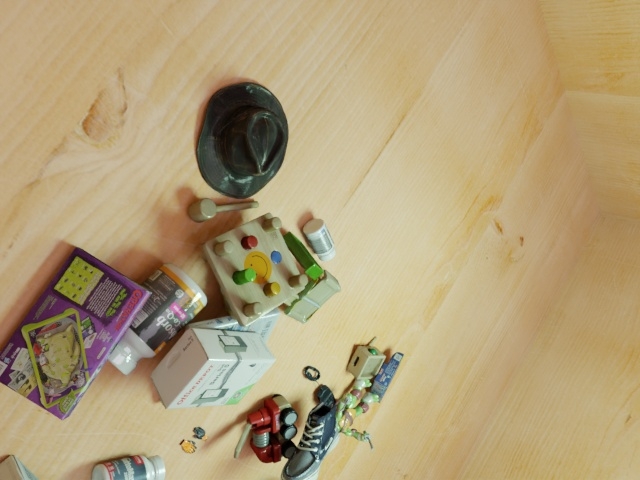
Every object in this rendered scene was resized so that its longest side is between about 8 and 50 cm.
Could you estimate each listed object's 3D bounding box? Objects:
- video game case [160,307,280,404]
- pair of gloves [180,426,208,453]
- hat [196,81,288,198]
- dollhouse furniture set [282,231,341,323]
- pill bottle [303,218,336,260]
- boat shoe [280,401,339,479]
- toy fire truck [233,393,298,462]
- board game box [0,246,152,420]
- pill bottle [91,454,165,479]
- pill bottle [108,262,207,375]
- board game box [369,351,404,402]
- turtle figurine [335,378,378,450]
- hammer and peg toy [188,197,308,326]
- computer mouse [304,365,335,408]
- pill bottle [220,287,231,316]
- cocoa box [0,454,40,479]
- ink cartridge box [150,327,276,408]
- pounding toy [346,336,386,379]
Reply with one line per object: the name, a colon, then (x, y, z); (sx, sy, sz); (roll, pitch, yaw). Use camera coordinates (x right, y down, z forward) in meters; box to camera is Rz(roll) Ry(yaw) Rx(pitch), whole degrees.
video game case: (-0.298, 0.342, 1.578); (0.299, 0.036, 0.329); (-6, 134, -42)
pair of gloves: (-0.402, 0.640, 1.699); (0.083, 0.010, 0.074); (-46, 131, -22)
hat: (-0.179, -0.269, 1.483); (0.331, 0.133, 0.332); (-18, 117, -39)
dollhouse furniture set: (-0.079, 0.134, 1.778); (0.197, 0.151, 0.301); (-41, 151, 2)
pill bottle: (0.000, 0.000, 1.790); (0.078, 0.078, 0.137); (-44, 130, -23)
boat shoe: (-0.038, 0.692, 1.822); (0.340, 0.127, 0.158); (-32, 121, -63)
toy fire truck: (-0.203, 0.677, 1.818); (0.246, 0.158, 0.217); (-9, 112, -29)
board game box: (-0.587, 0.215, 1.254); (0.347, 0.208, 0.056); (-57, 178, -10)
pill bottle: (-0.543, 0.672, 1.510); (0.180, 0.107, 0.108); (3, 103, -45)
pill bottle: (-0.446, 0.203, 1.387); (0.278, 0.162, 0.162); (-47, 132, -20)
board game box: (0.269, 0.589, 2.247); (0.194, 0.060, 0.194); (-47, 160, -44)
turtle figurine: (0.154, 0.678, 2.081); (0.266, 0.197, 0.275); (-47, 175, -42)
hammer and peg toy: (-0.198, 0.024, 1.491); (0.265, 0.127, 0.362); (-29, 97, -43)
computer mouse: (-0.008, 0.561, 2.028); (0.071, 0.041, 0.242); (-44, 124, -29)
pill bottle: (-0.244, 0.166, 1.604); (0.103, 0.103, 0.184); (-30, 124, -32)
cocoa box: (-0.723, 0.752, 1.280); (0.228, 0.231, 0.347); (-38, 128, -26)
ink cartridge box: (-0.289, 0.350, 1.454); (0.198, 0.115, 0.272); (-50, 147, 15)
pounding toy: (0.189, 0.473, 2.148); (0.130, 0.100, 0.141); (12, 108, -44)
